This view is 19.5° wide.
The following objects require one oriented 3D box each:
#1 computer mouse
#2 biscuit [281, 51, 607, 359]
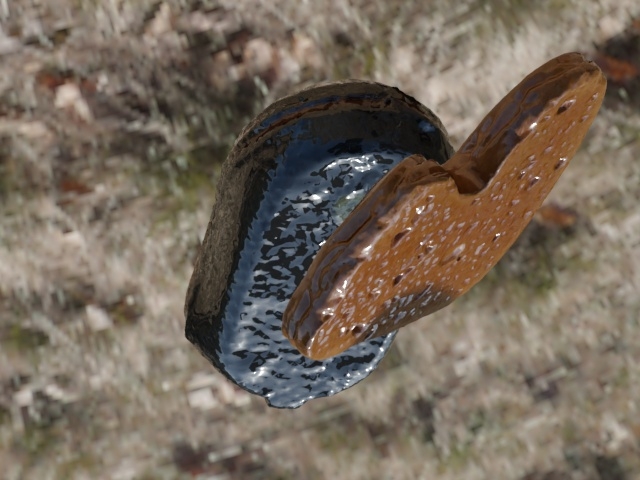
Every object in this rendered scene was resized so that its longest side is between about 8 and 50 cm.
[{"bbox_3d":[0.000,-0.004,1.471,0.183,0.116,0.323,8,132,-15],"label":"computer mouse"},{"bbox_3d":[0.070,-0.023,1.035,0.192,0.036,0.186,-20,148,-48],"label":"biscuit"}]
